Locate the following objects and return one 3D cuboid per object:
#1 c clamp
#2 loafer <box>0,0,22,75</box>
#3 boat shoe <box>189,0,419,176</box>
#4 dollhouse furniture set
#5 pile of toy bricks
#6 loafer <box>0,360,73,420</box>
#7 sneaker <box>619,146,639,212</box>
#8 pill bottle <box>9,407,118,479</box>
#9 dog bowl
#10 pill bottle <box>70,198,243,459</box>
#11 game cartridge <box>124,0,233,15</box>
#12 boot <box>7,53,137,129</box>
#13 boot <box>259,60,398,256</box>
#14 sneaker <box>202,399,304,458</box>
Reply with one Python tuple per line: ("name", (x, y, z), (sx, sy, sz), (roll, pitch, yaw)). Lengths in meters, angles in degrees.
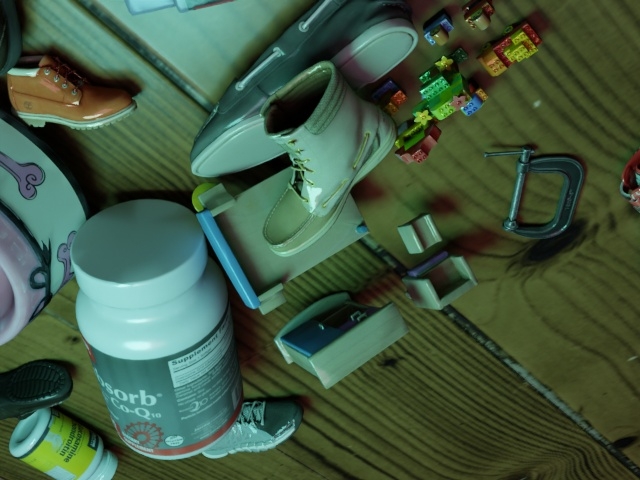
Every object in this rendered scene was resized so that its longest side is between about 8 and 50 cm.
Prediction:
("c clamp", (0.286, -0.063, 1.022), (0.137, 0.022, 0.161), (-7, 130, 1))
("loafer", (-0.391, -0.313, 0.735), (0.133, 0.130, 0.366), (-4, 126, 5))
("boat shoe", (-0.034, -0.188, 0.886), (0.335, 0.096, 0.112), (-31, 158, 30))
("dollhouse furniture set", (0.000, 0.000, 1.050), (0.286, 0.198, 0.303), (-32, 101, -15))
("pile of toy bricks", (0.147, -0.177, 0.865), (0.212, 0.105, 0.118), (-36, 122, 28))
("loafer", (-0.515, 0.268, 1.308), (0.220, 0.080, 0.078), (-12, 140, 19))
("sneaker", (0.456, -0.034, 0.997), (0.144, 0.090, 0.270), (8, 128, -4))
("pill bottle", (-0.468, 0.387, 1.385), (0.103, 0.103, 0.184), (-30, 125, 25))
("dog bowl", (-0.519, -0.010, 0.975), (0.407, 0.150, 0.408), (5, 135, 5))
("pill bottle", (-0.230, 0.132, 1.082), (0.210, 0.210, 0.363), (-1, 131, 2))
("game cartridge", (-0.062, -0.361, 0.742), (0.354, 0.068, 0.230), (-9, 126, 10))
("boot", (-0.303, -0.183, 0.908), (0.157, 0.059, 0.085), (2, 127, 2))
("boot", (-0.021, -0.086, 0.840), (0.213, 0.077, 0.165), (-49, 148, 8))
("sneaker", (-0.152, 0.312, 1.324), (0.228, 0.086, 0.132), (-24, 124, 22))
